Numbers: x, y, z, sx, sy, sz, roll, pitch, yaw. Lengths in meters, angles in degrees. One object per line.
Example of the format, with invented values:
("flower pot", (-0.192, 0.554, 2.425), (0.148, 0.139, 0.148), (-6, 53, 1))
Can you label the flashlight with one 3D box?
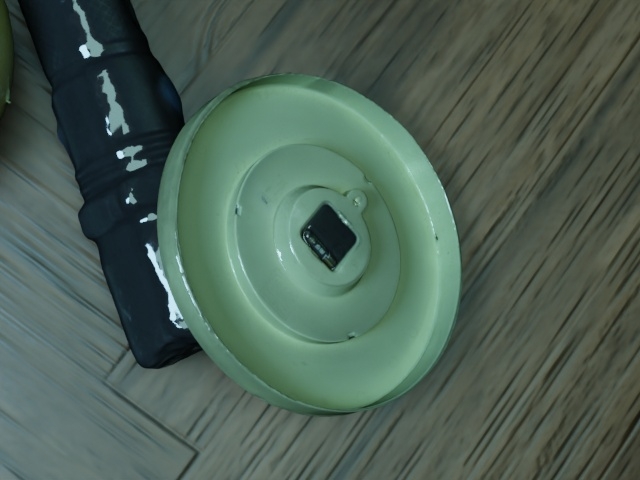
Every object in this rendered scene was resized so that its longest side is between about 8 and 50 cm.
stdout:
("flashlight", (-0.147, -0.122, 0.795), (0.103, 0.103, 0.423), (-19, 86, -11))

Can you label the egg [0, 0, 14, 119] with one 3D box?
("egg", (-0.278, -0.133, 0.740), (0.164, 0.164, 0.201), (-17, 86, -11))

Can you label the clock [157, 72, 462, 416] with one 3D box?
("clock", (0.000, 0.000, 0.782), (0.235, 0.029, 0.234), (14, 67, -35))
